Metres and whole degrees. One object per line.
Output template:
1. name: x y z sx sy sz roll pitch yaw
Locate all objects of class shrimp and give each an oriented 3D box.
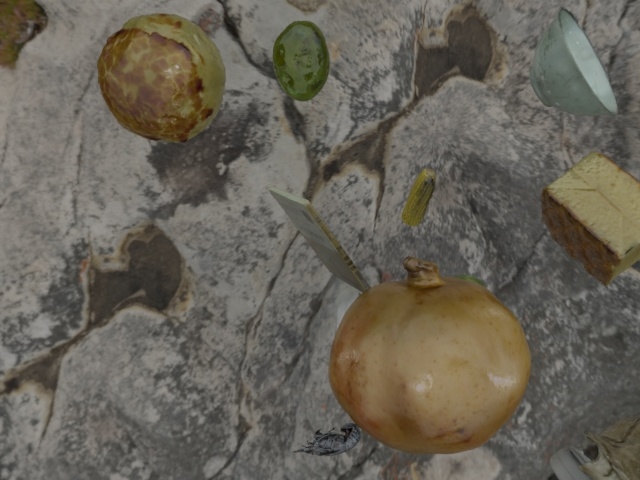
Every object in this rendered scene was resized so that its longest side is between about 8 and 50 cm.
1. shrimp: 0.013 0.465 1.292 0.165 0.056 0.065 -9 65 -1

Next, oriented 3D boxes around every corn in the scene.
1. corn: 0.302 -0.127 1.713 0.072 0.072 0.203 22 132 7

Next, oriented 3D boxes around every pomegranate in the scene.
1. pomegranate: 0.214 0.227 1.139 0.412 0.411 0.411 2 101 11

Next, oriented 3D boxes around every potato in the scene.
1. potato: -0.061 -0.577 1.806 0.186 0.148 0.253 9 121 1

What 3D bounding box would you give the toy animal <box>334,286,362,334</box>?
1. toy animal: 0.148 0.320 1.746 0.194 0.258 0.357 -7 129 45

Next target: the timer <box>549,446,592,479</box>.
1. timer: 0.625 0.576 1.212 0.237 0.262 0.087 39 101 -22

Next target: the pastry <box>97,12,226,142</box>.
1. pastry: -0.478 -0.476 1.675 0.389 0.312 0.388 2 107 6

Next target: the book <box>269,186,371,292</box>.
1. book: 0.000 0.000 1.416 0.021 0.217 0.310 -43 119 -12

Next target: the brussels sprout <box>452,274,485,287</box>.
1. brussels sprout: 0.414 0.168 1.576 0.155 0.155 0.117 32 140 4

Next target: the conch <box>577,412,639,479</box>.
1. conch: 0.423 0.201 0.504 0.324 0.263 0.186 20 106 21

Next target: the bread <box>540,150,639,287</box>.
1. bread: 0.783 -0.059 1.565 0.207 0.279 0.279 -39 60 3

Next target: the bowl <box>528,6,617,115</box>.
1. bowl: 0.650 -0.441 1.493 0.146 0.313 0.313 -26 95 40
